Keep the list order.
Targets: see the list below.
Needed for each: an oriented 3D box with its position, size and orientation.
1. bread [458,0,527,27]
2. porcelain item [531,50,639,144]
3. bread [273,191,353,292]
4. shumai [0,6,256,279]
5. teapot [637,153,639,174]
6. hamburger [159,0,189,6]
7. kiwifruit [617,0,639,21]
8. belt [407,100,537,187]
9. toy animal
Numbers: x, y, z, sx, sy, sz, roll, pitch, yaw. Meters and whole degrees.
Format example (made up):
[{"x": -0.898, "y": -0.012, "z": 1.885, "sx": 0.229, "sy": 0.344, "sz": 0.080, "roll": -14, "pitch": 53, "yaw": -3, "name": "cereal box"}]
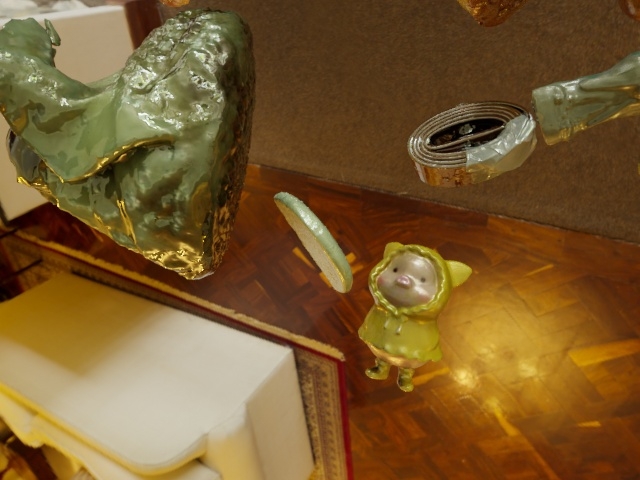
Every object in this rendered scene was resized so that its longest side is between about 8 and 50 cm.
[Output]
[{"x": 0.455, "y": -0.682, "z": 1.183, "sx": 0.148, "sy": 0.270, "sz": 0.269, "roll": 55, "pitch": 140, "yaw": 31, "name": "bread"}, {"x": 0.383, "y": -0.188, "z": 0.587, "sx": 0.216, "sy": 0.069, "sz": 0.081, "roll": -15, "pitch": 98, "yaw": 34, "name": "porcelain item"}, {"x": 0.003, "y": 0.003, "z": 0.722, "sx": 0.192, "sy": 0.036, "sz": 0.112, "roll": 55, "pitch": 168, "yaw": -12, "name": "bread"}, {"x": -0.280, "y": -0.145, "z": 0.710, "sx": 0.349, "sy": 0.395, "sz": 0.394, "roll": 5, "pitch": 127, "yaw": -4, "name": "shumai"}, {"x": 0.754, "y": -0.156, "z": 0.980, "sx": 0.165, "sy": 0.131, "sz": 0.119, "roll": 55, "pitch": 133, "yaw": 36, "name": "teapot"}, {"x": -0.271, "y": -0.612, "z": 0.928, "sx": 0.291, "sy": 0.225, "sz": 0.290, "roll": 163, "pitch": 90, "yaw": -75, "name": "hamburger"}, {"x": 0.776, "y": -0.590, "z": 1.070, "sx": 0.196, "sy": 0.234, "sz": 0.195, "roll": 19, "pitch": 132, "yaw": 22, "name": "kiwifruit"}, {"x": 0.423, "y": -0.272, "z": 1.336, "sx": 0.339, "sy": 0.217, "sz": 0.122, "roll": -11, "pitch": 151, "yaw": 19, "name": "belt"}, {"x": 0.141, "y": 0.121, "z": 0.771, "sx": 0.156, "sy": 0.156, "sz": 0.229, "roll": 18, "pitch": 92, "yaw": 26, "name": "toy animal"}]
